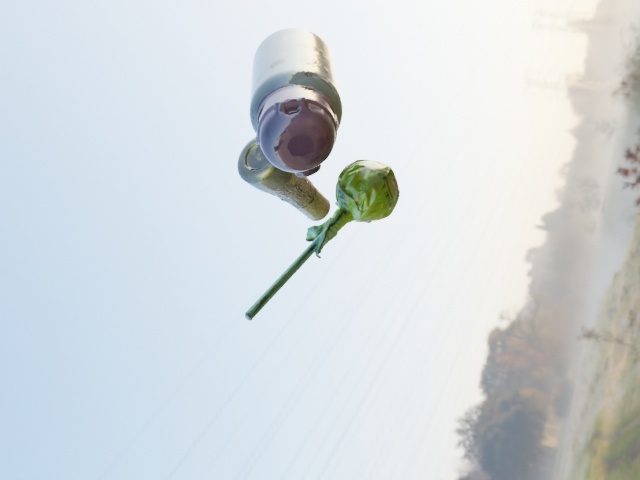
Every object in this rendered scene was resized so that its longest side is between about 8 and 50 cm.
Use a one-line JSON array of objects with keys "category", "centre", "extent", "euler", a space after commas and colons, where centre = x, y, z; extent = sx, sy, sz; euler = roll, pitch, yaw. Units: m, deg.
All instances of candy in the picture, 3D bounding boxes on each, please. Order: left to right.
[{"category": "candy", "centre": [-0.001, 0.000, 0.967], "extent": [0.262, 0.077, 0.073], "euler": [-47, -24, -16]}]

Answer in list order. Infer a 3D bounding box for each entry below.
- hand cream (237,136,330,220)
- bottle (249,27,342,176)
[{"category": "hand cream", "centre": [-0.045, -0.089, 1.238], "extent": [0.203, 0.084, 0.084], "euler": [37, -116, -54]}, {"category": "bottle", "centre": [-0.029, -0.164, 0.941], "extent": [0.233, 0.110, 0.110], "euler": [-96, 3, -55]}]
